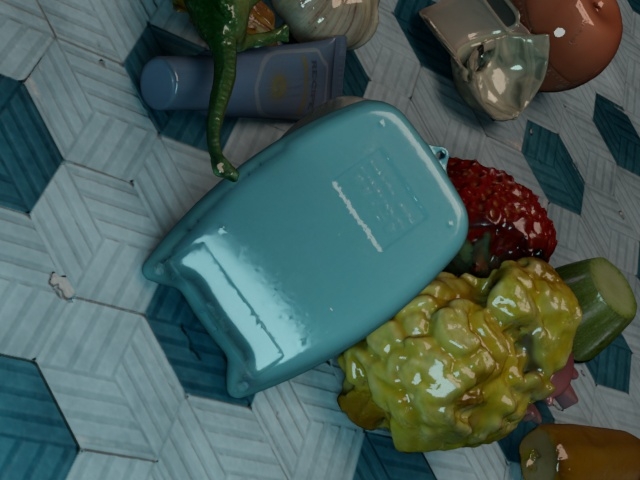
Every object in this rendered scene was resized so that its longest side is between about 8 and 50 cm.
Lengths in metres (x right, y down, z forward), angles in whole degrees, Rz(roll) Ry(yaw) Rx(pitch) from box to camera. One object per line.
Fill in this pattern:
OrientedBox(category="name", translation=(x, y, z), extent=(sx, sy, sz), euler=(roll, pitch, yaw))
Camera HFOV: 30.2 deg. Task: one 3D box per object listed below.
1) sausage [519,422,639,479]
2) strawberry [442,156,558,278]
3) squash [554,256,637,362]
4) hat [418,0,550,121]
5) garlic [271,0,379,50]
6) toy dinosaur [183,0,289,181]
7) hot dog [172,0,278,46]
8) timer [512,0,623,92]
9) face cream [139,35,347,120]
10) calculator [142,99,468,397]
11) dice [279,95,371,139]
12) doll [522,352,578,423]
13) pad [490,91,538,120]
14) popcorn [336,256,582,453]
OrientedBox(category="sausage", translation=(0.422, 0.340, 1.805), extent=(0.328, 0.112, 0.112), euler=(13, 57, -43))
OrientedBox(category="strawberry", translation=(0.222, -0.004, 1.704), extent=(0.261, 0.261, 0.258), euler=(42, 45, -21))
OrientedBox(category="squash", translation=(0.445, 0.106, 1.980), extent=(0.170, 0.123, 0.170), euler=(27, 43, -29))
OrientedBox(category="hat", translation=(0.270, -0.327, 2.100), extent=(0.219, 0.164, 0.226), euler=(-28, 49, -31))
OrientedBox(category="garlic", translation=(0.044, -0.399, 1.785), extent=(0.199, 0.226, 0.199), euler=(33, 40, -32))
OrientedBox(category="toy dinosaur", translation=(-0.164, -0.286, 1.486), extent=(0.447, 0.087, 0.300), euler=(50, 47, 7))
OrientedBox(category="hot dog", translation=(-0.155, -0.335, 1.651), extent=(0.250, 0.076, 0.104), euler=(35, 25, -32))
OrientedBox(category="timer", translation=(0.439, -0.392, 2.213), extent=(0.229, 0.215, 0.230), euler=(19, 58, -34))
OrientedBox(category="face cream", translation=(-0.086, -0.218, 1.632), extent=(0.385, 0.086, 0.136), euler=(-10, 108, -51))
OrientedBox(category="calculator", translation=(0.000, 0.000, 1.414), extent=(0.386, 0.054, 0.256), euler=(-36, 95, -10))
OrientedBox(category="dice", translation=(0.030, -0.062, 1.571), extent=(0.192, 0.194, 0.193), euler=(40, 40, -20))
OrientedBox(category="doll", translation=(0.317, 0.172, 1.805), extent=(0.211, 0.093, 0.262), euler=(34, 40, -20))
OrientedBox(category="pad", translation=(0.336, -0.348, 2.243), extent=(0.299, 0.005, 0.202), euler=(-31, 90, -52))
OrientedBox(category="popcorn", translation=(0.182, 0.155, 1.528), extent=(0.225, 0.332, 0.265), euler=(60, -1, 46))
